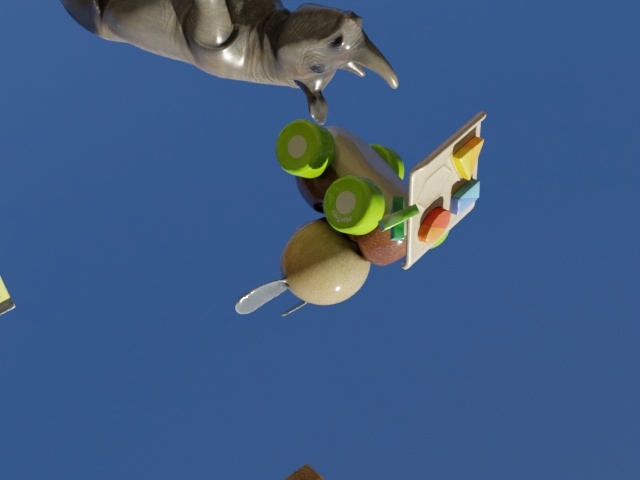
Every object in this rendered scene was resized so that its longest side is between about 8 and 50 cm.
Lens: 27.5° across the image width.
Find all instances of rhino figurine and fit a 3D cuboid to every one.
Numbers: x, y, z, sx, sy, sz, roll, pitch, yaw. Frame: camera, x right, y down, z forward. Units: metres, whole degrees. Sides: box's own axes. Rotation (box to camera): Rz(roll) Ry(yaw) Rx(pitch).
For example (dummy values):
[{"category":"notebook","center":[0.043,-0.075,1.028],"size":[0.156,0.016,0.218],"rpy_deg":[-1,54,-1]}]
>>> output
[{"category":"rhino figurine","center":[-0.060,-0.138,0.771],"size":[0.243,0.106,0.073],"rpy_deg":[24,-120,17]}]

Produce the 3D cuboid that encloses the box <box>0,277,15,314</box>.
[{"category":"box","center":[-0.387,-0.018,1.276],"size":[0.087,0.232,0.058],"rpy_deg":[-30,-151,-20]}]

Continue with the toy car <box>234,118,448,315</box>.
[{"category":"toy car","center":[0.000,0.000,1.234],"size":[0.188,0.155,0.149],"rpy_deg":[-50,-119,18]}]

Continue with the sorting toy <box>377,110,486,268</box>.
[{"category":"sorting toy","center":[0.050,-0.015,0.583],"size":[0.012,0.062,0.083],"rpy_deg":[28,-134,25]}]

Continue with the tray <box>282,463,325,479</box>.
[{"category":"tray","center":[0.076,0.320,0.653],"size":[0.076,0.410,0.203],"rpy_deg":[-32,-144,-20]}]
